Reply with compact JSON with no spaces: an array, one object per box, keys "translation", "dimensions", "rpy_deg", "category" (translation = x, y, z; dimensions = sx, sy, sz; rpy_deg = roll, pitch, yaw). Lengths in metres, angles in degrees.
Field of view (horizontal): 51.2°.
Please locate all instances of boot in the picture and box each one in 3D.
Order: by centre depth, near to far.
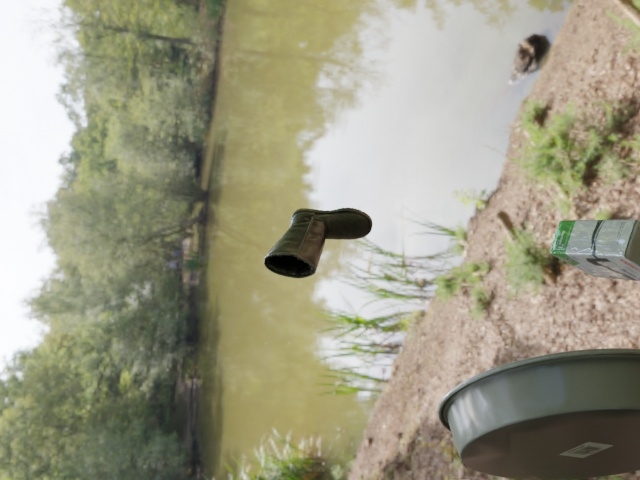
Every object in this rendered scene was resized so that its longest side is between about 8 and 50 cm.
[{"translation":[0.001,0.002,1.327],"dimensions":[0.208,0.190,0.076],"rpy_deg":[-66,-26,-67],"category":"boot"}]

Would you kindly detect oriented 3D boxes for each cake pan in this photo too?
[{"translation":[0.277,0.201,0.725],"dimensions":[0.293,0.293,0.054],"rpy_deg":[113,161,-54],"category":"cake pan"}]

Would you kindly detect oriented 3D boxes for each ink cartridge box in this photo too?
[{"translation":[0.628,0.021,1.431],"dimensions":[0.208,0.153,0.087],"rpy_deg":[2,68,66],"category":"ink cartridge box"}]
